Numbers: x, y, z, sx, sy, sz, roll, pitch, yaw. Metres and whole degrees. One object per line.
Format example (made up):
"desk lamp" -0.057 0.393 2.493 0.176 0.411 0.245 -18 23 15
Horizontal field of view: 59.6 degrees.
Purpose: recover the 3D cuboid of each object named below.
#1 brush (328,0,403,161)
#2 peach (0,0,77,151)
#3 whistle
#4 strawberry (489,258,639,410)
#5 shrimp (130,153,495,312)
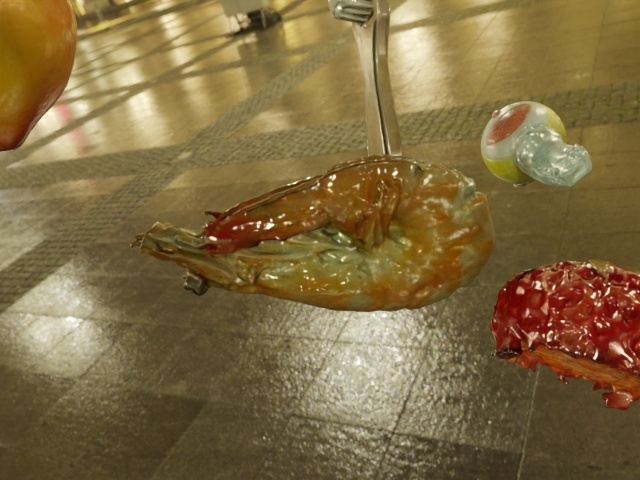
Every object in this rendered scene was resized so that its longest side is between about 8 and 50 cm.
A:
"brush" 0.046 -0.230 0.651 0.065 0.327 0.070 -9 5 -25
"peach" -0.506 -0.297 0.805 0.289 0.308 0.289 2 49 -2
"whistle" 0.294 -0.131 0.775 0.123 0.123 0.223 -18 23 2
"strawberry" 0.193 0.065 0.392 0.145 0.145 0.086 2 63 33
"shrimp" 0.000 -0.001 0.450 0.294 0.154 0.062 -2 38 -11
